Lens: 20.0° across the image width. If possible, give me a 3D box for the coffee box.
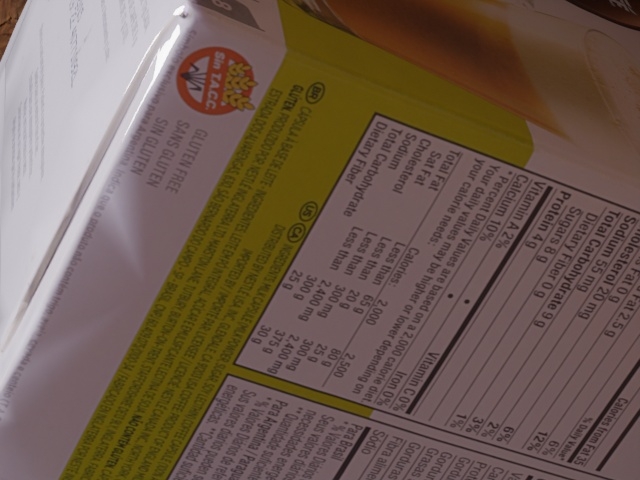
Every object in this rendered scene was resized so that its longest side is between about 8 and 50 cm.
[{"bbox_3d":[0.000,0.000,0.953,0.338,0.334,0.338,-61,22,27],"label":"coffee box"}]
